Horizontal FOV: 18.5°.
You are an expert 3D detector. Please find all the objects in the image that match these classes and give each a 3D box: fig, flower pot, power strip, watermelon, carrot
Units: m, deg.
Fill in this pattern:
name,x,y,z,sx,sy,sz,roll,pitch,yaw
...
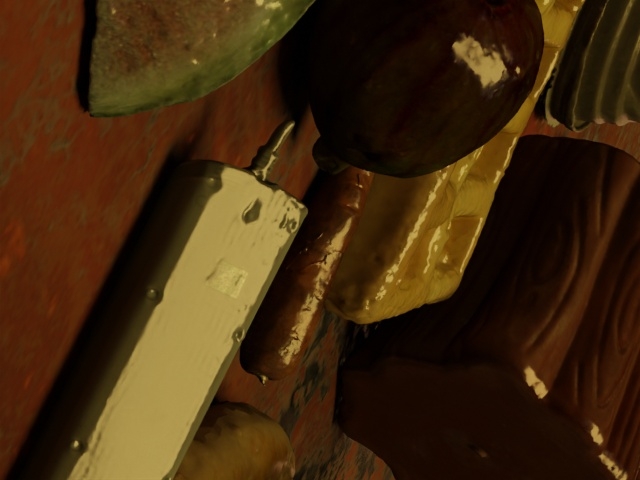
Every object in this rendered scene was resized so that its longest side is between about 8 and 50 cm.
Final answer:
name,x,y,z,sx,sy,sz,roll,pitch,yaw
fig,0.034,-0.077,0.921,0.155,0.109,0.103,-39,-159,41
flower pot,0.273,-0.167,1.480,0.235,0.140,0.235,-58,165,-26
power strip,-0.073,0.059,0.841,0.060,0.027,0.252,27,90,-33
watermelon,-0.035,-0.119,0.693,0.094,0.081,0.180,-4,117,-44
carrot,0.000,0.000,1.041,0.165,0.036,0.035,-65,165,-2

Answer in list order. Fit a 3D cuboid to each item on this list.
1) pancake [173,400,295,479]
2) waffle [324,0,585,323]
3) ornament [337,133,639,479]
name,x,y,z,sx,sy,sz,roll,pitch,yaw
pancake,-0.104,0.257,1.029,0.387,0.082,0.387,-59,165,-28
waffle,0.082,-0.079,1.134,0.274,0.057,0.168,-66,165,10
ornament,0.155,0.060,1.334,0.217,0.221,0.235,-60,174,-30
